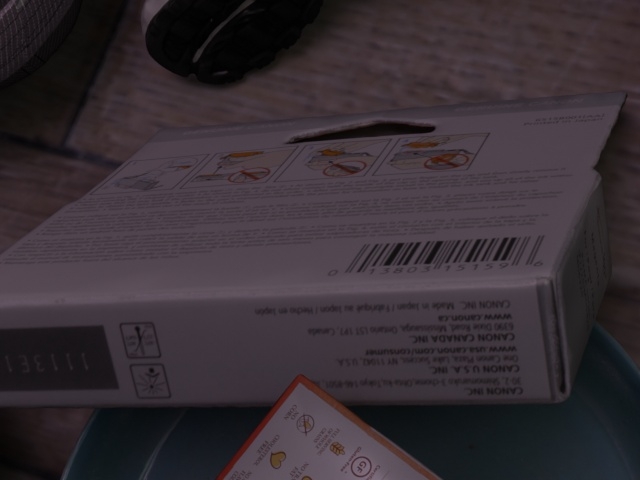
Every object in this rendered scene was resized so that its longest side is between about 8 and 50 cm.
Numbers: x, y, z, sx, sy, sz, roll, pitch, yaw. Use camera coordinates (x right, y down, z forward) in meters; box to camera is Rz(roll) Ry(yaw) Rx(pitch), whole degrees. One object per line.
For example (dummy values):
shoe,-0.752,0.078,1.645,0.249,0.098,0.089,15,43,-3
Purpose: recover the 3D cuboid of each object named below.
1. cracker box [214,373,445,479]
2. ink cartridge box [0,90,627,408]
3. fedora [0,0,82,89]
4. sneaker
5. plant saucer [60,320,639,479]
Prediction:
cracker box,0.078,0.159,0.588,0.232,0.156,0.067,35,81,26
ink cartridge box,0.000,0.000,0.730,0.275,0.239,0.060,-3,110,20
fedora,-0.237,-0.188,0.899,0.244,0.124,0.275,-46,73,-2
sneaker,0.007,-0.199,0.826,0.271,0.100,0.108,-30,52,18
plant saucer,0.020,0.154,0.720,0.317,0.044,0.318,-6,66,15
